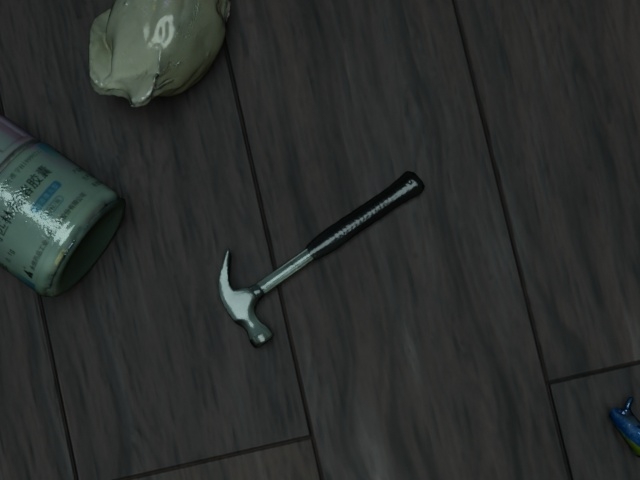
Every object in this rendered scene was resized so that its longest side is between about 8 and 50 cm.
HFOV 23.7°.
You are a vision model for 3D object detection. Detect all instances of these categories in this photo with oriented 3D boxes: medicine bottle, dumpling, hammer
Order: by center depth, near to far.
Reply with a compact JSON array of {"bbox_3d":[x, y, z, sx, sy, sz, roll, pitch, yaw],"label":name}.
[{"bbox_3d":[-0.304,-0.037,1.564,0.168,0.135,0.135,35,86,7],"label":"medicine bottle"},{"bbox_3d":[-0.175,-0.219,1.594,0.136,0.118,0.199,14,56,18],"label":"dumpling"},{"bbox_3d":[0.000,0.000,1.600,0.246,0.029,0.103,-37,84,-3],"label":"hammer"}]

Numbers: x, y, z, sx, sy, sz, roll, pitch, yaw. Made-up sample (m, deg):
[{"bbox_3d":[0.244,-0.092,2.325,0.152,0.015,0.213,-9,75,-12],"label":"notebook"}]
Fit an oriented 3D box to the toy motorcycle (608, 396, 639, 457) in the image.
[{"bbox_3d":[0.400,0.246,1.523,0.135,0.092,0.254,-41,74,7],"label":"toy motorcycle"}]
